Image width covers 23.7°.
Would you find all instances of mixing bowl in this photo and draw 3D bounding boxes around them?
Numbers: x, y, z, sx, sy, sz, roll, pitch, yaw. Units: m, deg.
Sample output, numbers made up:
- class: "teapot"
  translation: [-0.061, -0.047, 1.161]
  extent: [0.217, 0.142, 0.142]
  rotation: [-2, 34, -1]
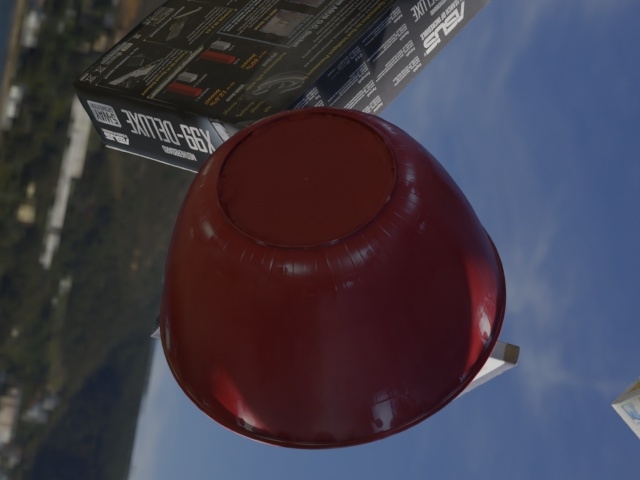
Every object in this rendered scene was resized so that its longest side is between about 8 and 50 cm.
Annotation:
- class: "mixing bowl"
  translation: [0.000, 0.000, 0.751]
  extent: [0.098, 0.181, 0.181]
  rotation: [80, 8, -50]

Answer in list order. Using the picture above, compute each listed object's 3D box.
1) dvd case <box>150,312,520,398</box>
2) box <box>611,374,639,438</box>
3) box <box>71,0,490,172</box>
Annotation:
- class: "dvd case"
  translation: [0.005, 0.072, 1.064]
  extent: [0.164, 0.221, 0.018]
  rotation: [135, -31, -64]
- class: "box"
  translation: [0.409, 0.150, 1.558]
  extent: [0.114, 0.103, 0.203]
  rotation: [-39, 177, -27]
- class: "box"
  translation: [-0.021, -0.180, 1.288]
  extent: [0.242, 0.076, 0.307]
  rotation: [17, -126, 42]
